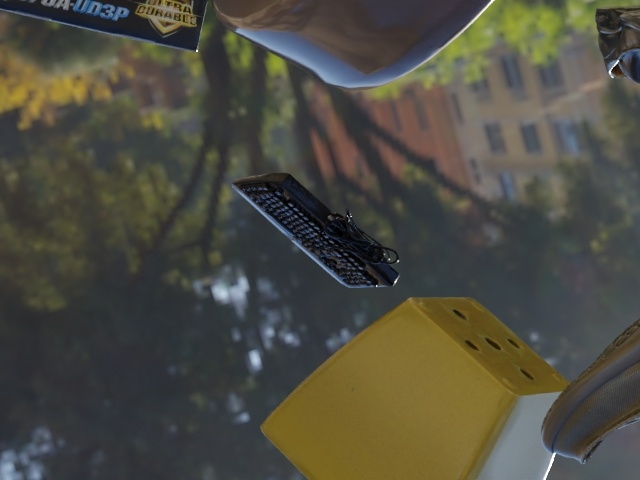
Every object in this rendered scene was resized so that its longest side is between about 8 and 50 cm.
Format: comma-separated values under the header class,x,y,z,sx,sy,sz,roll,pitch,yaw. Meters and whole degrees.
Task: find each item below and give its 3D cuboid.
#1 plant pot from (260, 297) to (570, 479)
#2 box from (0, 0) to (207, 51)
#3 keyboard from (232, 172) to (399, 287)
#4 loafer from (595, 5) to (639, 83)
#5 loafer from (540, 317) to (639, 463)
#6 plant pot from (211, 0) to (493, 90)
class,x,y,z,sx,sy,sz,roll,pitch,yaw
plant pot,0.113,0.169,1.736,0.187,0.212,0.212,-55,154,18
box,-0.187,-0.196,1.454,0.175,0.051,0.220,12,-173,-10
keyboard,0.000,0.000,1.786,0.100,0.192,0.038,-10,-129,41
loafer,0.264,-0.155,1.464,0.062,0.061,0.170,-3,-171,-3
loafer,0.145,0.051,0.738,0.056,0.050,0.148,-34,168,-50
plant pot,-0.025,-0.218,0.633,0.263,0.229,0.263,-50,-157,31
